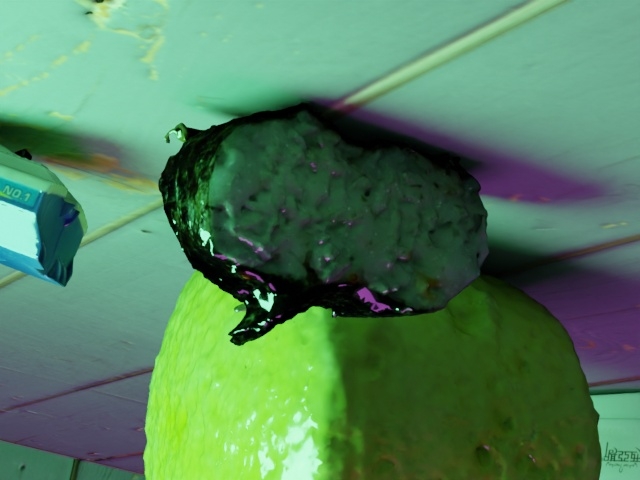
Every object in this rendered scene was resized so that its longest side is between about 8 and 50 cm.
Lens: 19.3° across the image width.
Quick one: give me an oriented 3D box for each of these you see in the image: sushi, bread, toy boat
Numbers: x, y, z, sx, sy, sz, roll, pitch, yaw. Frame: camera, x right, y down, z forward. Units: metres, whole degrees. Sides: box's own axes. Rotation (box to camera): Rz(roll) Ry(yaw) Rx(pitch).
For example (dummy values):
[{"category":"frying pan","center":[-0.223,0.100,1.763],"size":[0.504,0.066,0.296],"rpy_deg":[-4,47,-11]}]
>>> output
[{"category":"sushi","center":[0.000,0.000,1.236],"size":[0.212,0.147,0.115],"rpy_deg":[10,164,-27]},{"category":"bread","center":[0.036,0.165,1.490],"size":[0.308,0.348,0.348],"rpy_deg":[7,169,-21]},{"category":"toy boat","center":[-0.318,-0.060,1.405],"size":[0.295,0.088,0.129],"rpy_deg":[20,168,11]}]

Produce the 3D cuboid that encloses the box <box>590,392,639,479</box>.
[{"category":"box","center":[0.405,0.243,1.943],"size":[0.274,0.116,0.203],"rpy_deg":[21,163,-33]}]
